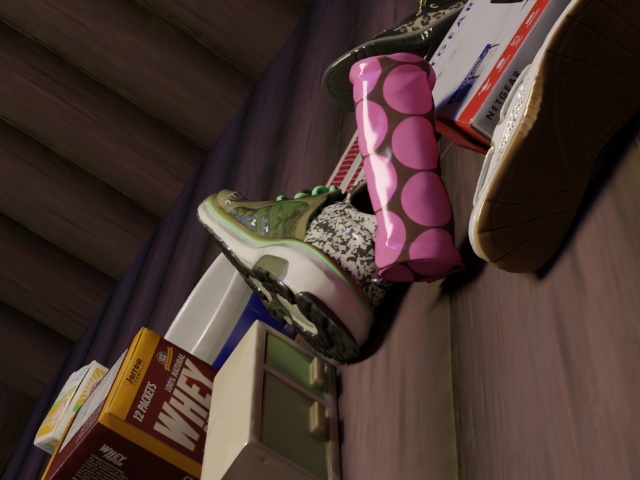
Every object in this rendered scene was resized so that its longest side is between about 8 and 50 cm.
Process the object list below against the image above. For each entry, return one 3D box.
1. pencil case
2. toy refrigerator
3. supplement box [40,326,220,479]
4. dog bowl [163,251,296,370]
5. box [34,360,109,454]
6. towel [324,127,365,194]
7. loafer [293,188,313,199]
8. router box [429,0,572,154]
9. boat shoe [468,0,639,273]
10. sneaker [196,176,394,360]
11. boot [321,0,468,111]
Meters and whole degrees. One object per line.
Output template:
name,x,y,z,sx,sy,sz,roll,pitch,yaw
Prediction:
pencil case,0.080,-0.064,1.264,0.095,0.098,0.209,-13,75,27
toy refrigerator,-0.044,0.181,1.322,0.094,0.102,0.269,-55,12,16
supplement box,-0.170,0.234,1.477,0.194,0.191,0.129,-49,15,38
dog bowl,-0.124,0.129,1.777,0.265,0.104,0.265,-54,13,18
box,-0.225,0.244,1.645,0.103,0.203,0.114,-63,13,-23
towel,0.051,-0.068,1.742,0.237,0.037,0.329,-60,10,-1
loafer,-0.035,-0.005,1.749,0.050,0.056,0.148,-55,3,43
router box,0.228,-0.239,1.334,0.335,0.082,0.301,-58,12,2
boat shoe,0.192,-0.107,1.105,0.277,0.098,0.096,-59,13,0
sneaker,0.000,0.000,1.528,0.182,0.158,0.410,-39,26,-9
boot,0.120,-0.243,1.656,0.236,0.085,0.178,-23,20,16
